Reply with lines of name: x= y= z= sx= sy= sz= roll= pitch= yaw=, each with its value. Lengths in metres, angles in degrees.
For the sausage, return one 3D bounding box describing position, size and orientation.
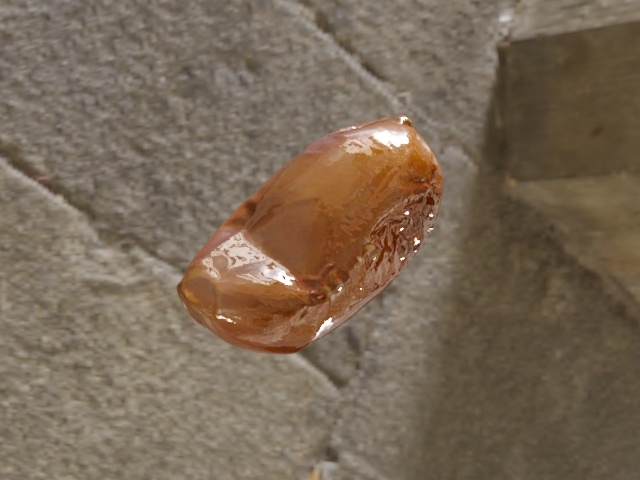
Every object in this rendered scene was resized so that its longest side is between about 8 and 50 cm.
sausage: x=0.000 y=0.000 z=0.784 sx=0.179 sy=0.089 sz=0.089 roll=-39 pitch=114 yaw=-30
